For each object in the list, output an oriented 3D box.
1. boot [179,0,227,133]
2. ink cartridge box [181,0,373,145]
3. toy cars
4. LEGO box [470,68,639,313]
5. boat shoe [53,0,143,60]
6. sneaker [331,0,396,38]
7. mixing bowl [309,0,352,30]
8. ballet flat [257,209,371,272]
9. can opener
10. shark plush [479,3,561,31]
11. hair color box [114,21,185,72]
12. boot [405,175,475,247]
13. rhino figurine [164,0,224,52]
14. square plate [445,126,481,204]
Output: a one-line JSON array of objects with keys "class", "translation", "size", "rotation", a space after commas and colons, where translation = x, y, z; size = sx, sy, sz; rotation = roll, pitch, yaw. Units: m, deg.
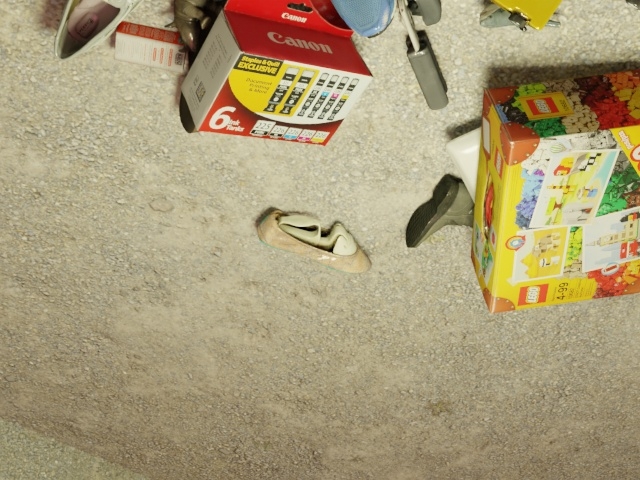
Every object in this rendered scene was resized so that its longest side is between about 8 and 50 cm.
[{"class": "boot", "translation": [-0.206, -0.360, 1.761], "size": [0.115, 0.112, 0.305], "rotation": [-12, 143, -33]}, {"class": "ink cartridge box", "translation": [-0.070, -0.333, 1.655], "size": [0.309, 0.130, 0.272], "rotation": [1, 141, -36]}, {"class": "toy cars", "translation": [0.455, -0.485, 1.573], "size": [0.393, 0.087, 0.176], "rotation": [-6, 102, 7]}, {"class": "LEGO box", "translation": [0.538, -0.096, 1.834], "size": [0.372, 0.193, 0.500], "rotation": [-8, 135, -2]}, {"class": "boat shoe", "translation": [-0.413, -0.448, 1.593], "size": [0.118, 0.103, 0.320], "rotation": [41, 140, -17]}, {"class": "sneaker", "translation": [0.016, -0.493, 1.439], "size": [0.130, 0.147, 0.330], "rotation": [-21, 102, 32]}, {"class": "mixing bowl", "translation": [0.071, -0.482, 1.561], "size": [0.181, 0.098, 0.181], "rotation": [9, 113, 23]}, {"class": "ballet flat", "translation": [0.000, 0.000, 2.139], "size": [0.316, 0.107, 0.106], "rotation": [15, 130, -17]}, {"class": "can opener", "translation": [0.221, -0.387, 1.706], "size": [0.095, 0.076, 0.283], "rotation": [-14, 137, 18]}, {"class": "shark plush", "translation": [0.385, -0.425, 1.662], "size": [0.161, 0.067, 0.073], "rotation": [15, 137, -15]}, {"class": "hair color box", "translation": [-0.346, -0.395, 1.740], "size": [0.141, 0.043, 0.072], "rotation": [11, 137, -9]}, {"class": "boot", "translation": [0.326, -0.048, 2.088], "size": [0.161, 0.083, 0.246], "rotation": [15, 136, -21]}, {"class": "rhino figurine", "translation": [-0.238, -0.457, 1.628], "size": [0.106, 0.073, 0.243], "rotation": [43, 136, 14]}, {"class": "square plate", "translation": [0.501, -0.164, 1.932], "size": [0.347, 0.049, 0.344], "rotation": [-23, 133, 13]}]
